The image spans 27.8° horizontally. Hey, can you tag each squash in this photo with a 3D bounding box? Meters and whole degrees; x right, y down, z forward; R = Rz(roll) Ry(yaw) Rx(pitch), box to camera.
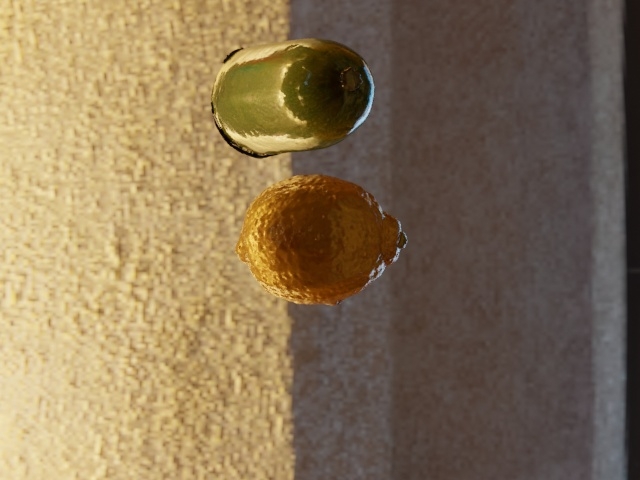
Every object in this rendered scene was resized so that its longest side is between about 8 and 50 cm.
[{"bbox_3d":[-0.019,-0.109,0.966,0.095,0.188,0.095,-1,-87,-17],"label":"squash"}]

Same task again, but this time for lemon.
[{"bbox_3d":[0.000,0.000,1.391,0.142,0.187,0.142,-2,-90,-87],"label":"lemon"}]
